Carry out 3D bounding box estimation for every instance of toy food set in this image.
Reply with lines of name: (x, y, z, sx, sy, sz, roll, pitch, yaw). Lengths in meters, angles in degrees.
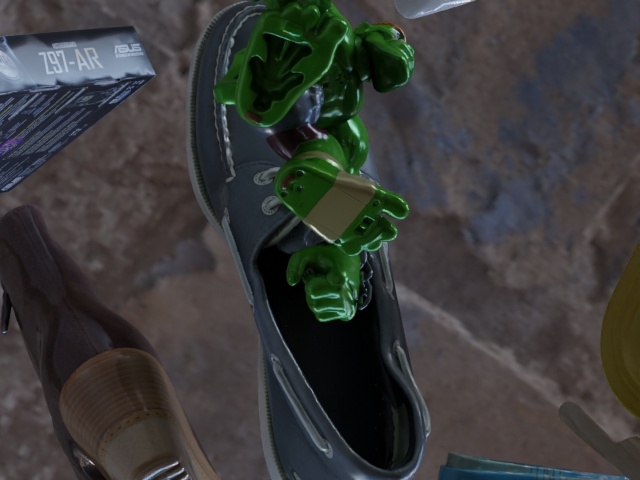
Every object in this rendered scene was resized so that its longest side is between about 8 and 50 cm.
toy food set: (0.249, 0.058, 1.005, 0.128, 0.071, 0.218, 30, -86, 46)

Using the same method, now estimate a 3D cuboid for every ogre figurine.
ogre figurine: (-0.006, -0.073, 0.776, 0.097, 0.197, 0.118, -25, -154, 16)

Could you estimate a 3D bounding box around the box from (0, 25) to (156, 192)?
box: (-0.101, -0.036, 0.489, 0.083, 0.067, 0.018, -32, -101, 39)

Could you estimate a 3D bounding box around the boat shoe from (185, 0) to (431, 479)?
boat shoe: (0.000, 0.000, 0.926, 0.099, 0.116, 0.319, 141, -60, -67)

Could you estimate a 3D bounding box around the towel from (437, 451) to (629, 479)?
towel: (0.207, 0.405, 1.611, 0.040, 0.271, 0.370, -164, -96, -68)

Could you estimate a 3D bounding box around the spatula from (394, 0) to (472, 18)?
spatula: (0.153, -0.289, 1.273, 0.242, 0.168, 0.019, -21, -164, -5)

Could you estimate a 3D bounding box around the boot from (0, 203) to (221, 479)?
boot: (-0.131, 0.113, 1.026, 0.090, 0.248, 0.207, -25, -124, -15)
